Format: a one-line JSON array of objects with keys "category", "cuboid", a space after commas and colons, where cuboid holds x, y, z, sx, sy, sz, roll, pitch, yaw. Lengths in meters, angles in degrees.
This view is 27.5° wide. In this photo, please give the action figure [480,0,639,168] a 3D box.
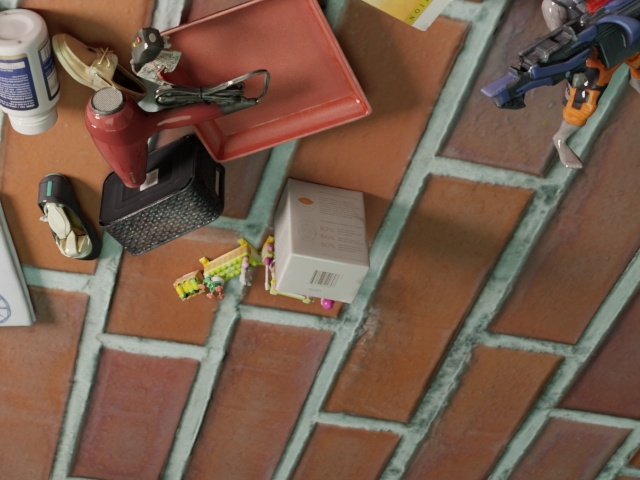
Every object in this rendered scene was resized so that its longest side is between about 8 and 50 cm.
[{"category": "action figure", "cuboid": [0.347, -0.265, 1.800, 0.341, 0.178, 0.330, -25, 132, -11]}]

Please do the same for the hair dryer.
[{"category": "hair dryer", "cuboid": [-0.225, -0.167, 1.873, 0.224, 0.080, 0.293, 20, 138, -29]}]

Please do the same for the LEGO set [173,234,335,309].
[{"category": "LEGO set", "cuboid": [-0.107, 0.075, 2.186, 0.287, 0.107, 0.132, -1, 137, -2]}]

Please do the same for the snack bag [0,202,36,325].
[{"category": "snack bag", "cuboid": [-0.675, 0.045, 2.185, 0.343, 0.037, 0.323, -4, 136, 1]}]

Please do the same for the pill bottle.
[{"category": "pill bottle", "cuboid": [-0.421, -0.235, 1.852, 0.094, 0.094, 0.169, -2, 137, 0]}]

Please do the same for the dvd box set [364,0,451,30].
[{"category": "dvd box set", "cuboid": [0.043, -0.459, 1.606, 0.420, 0.062, 0.307, 23, 133, -24]}]

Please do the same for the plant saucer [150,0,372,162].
[{"category": "plant saucer", "cuboid": [-0.088, -0.247, 1.888, 0.259, 0.047, 0.258, -16, 135, 16]}]

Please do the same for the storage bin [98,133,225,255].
[{"category": "storage bin", "cuboid": [-0.244, -0.070, 2.015, 0.180, 0.122, 0.084, -24, 133, 22]}]

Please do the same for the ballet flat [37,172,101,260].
[{"category": "ballet flat", "cuboid": [-0.408, -0.018, 2.104, 0.074, 0.074, 0.203, -8, 137, 6]}]

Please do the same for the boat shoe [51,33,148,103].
[{"category": "boat shoe", "cuboid": [-0.313, -0.249, 1.871, 0.059, 0.063, 0.170, -27, 141, 21]}]

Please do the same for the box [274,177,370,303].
[{"category": "box", "cuboid": [0.000, 0.000, 2.064, 0.130, 0.170, 0.091, 11, 134, -13]}]
